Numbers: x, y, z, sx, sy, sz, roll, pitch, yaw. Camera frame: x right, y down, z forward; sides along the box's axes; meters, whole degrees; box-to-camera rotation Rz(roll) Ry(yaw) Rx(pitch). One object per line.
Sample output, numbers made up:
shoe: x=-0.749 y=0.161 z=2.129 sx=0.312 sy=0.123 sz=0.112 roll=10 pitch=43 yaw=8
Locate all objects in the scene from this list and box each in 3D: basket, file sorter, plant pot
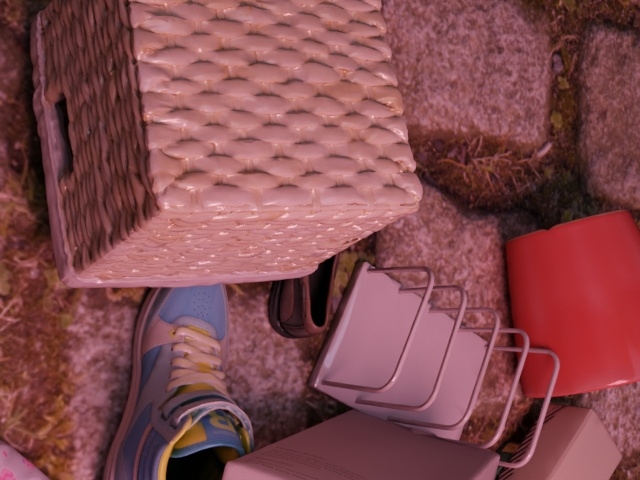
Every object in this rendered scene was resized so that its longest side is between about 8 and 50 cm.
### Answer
basket: x=-0.112 y=-0.136 z=0.917 sx=0.331 sy=0.266 sz=0.328 roll=-2 pitch=75 yaw=-33
file sorter: x=0.166 y=0.175 z=1.168 sx=0.277 sy=0.173 sz=0.193 roll=33 pitch=69 yaw=-27
plant pot: x=0.412 y=0.092 z=1.302 sx=0.275 sy=0.275 sz=0.243 roll=-11 pitch=82 yaw=-33

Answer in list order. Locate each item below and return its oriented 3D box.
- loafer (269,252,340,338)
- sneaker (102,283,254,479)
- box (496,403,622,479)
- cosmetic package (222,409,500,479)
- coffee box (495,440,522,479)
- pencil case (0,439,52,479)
loafer: x=0.000 y=0.000 z=1.122 sx=0.096 sy=0.084 sz=0.267 roll=14 pitch=79 yaw=-32
sneaker: x=-0.133 y=0.163 z=0.943 sx=0.127 sy=0.208 sz=0.319 roll=19 pitch=70 yaw=-29
box: x=0.334 y=0.382 z=1.260 sx=0.275 sy=0.094 sz=0.113 roll=-45 pitch=111 yaw=-30
cosmetic package: x=0.054 y=0.312 z=0.945 sx=0.385 sy=0.217 sz=0.156 roll=11 pitch=92 yaw=-67
coffee box: x=0.308 y=0.423 z=1.322 sx=0.113 sy=0.040 sz=0.184 roll=-34 pitch=105 yaw=-31
pencil case: x=-0.301 y=0.306 z=0.886 sx=0.273 sy=0.113 sz=0.124 roll=45 pitch=45 yaw=-23
